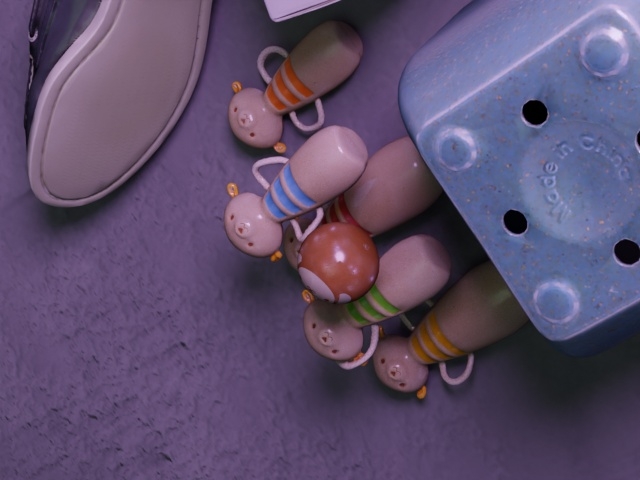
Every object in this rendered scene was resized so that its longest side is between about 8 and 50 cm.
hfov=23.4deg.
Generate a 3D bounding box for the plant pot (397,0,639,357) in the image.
[{"bbox_3d":[0.189,-0.070,0.928,0.247,0.252,0.248,-33,92,33],"label":"plant pot"}]

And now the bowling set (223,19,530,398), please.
[{"bbox_3d":[0.000,0.000,1.088,0.154,0.200,0.287,-37,86,33],"label":"bowling set"}]

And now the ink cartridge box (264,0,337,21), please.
[{"bbox_3d":[0.011,-0.227,1.004,0.072,0.175,0.127,-15,102,28],"label":"ink cartridge box"}]

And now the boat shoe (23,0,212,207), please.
[{"bbox_3d":[-0.157,-0.183,1.147,0.113,0.127,0.340,52,136,36],"label":"boat shoe"}]
